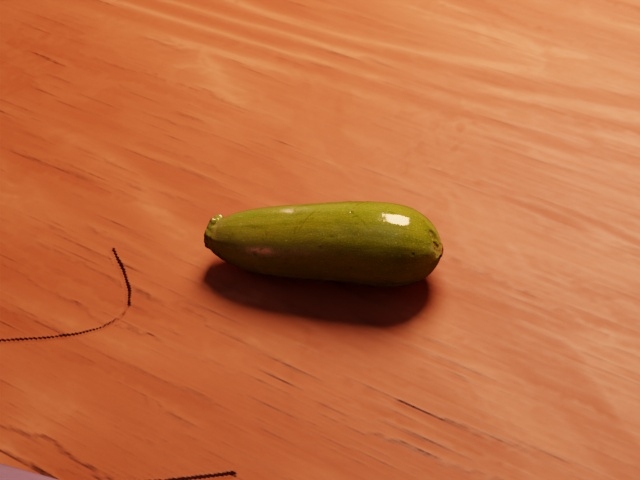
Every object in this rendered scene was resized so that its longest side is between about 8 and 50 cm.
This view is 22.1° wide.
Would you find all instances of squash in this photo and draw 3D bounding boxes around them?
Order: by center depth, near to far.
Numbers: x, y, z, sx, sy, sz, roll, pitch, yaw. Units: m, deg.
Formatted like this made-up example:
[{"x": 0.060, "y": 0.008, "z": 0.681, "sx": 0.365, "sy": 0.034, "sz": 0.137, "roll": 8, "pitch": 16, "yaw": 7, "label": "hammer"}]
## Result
[{"x": 0.000, "y": 0.000, "z": 1.289, "sx": 0.201, "sy": 0.066, "sz": 0.066, "roll": 4, "pitch": 51, "yaw": 24, "label": "squash"}]

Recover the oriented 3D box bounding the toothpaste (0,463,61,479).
[{"x": -0.224, "y": 0.209, "z": 1.168, "sx": 0.371, "sy": 0.080, "sz": 0.125, "roll": 14, "pitch": 55, "yaw": 20, "label": "toothpaste"}]
